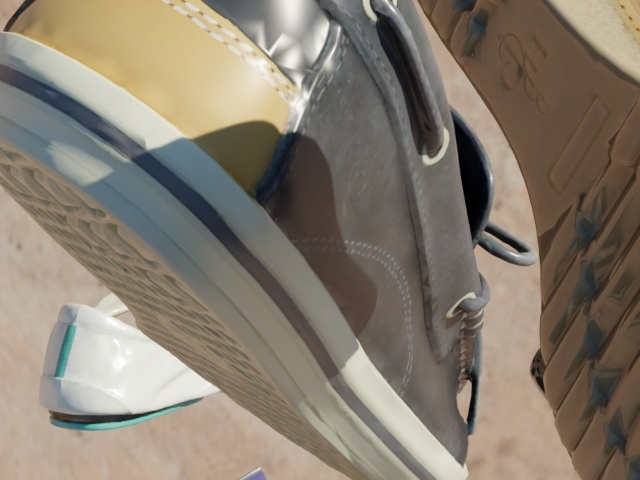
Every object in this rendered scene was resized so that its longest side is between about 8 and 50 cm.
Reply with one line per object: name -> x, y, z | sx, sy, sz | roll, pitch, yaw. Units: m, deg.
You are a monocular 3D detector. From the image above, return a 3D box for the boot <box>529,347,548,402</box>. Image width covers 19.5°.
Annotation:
boot -> 0.350, 0.115, 1.419 | 0.338, 0.118, 0.222 | -30, 65, 1

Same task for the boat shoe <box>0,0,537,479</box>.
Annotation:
boat shoe -> 0.000, 0.000, 0.820 | 0.187, 0.500, 0.156 | 31, 79, 20

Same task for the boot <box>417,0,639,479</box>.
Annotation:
boot -> 0.148, -0.005, 0.500 | 0.207, 0.090, 0.248 | 3, 49, -32

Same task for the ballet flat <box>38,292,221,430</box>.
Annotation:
ballet flat -> -0.121, 0.097, 1.808 | 0.139, 0.139, 0.400 | 56, 27, 17

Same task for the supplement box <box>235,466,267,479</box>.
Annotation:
supplement box -> -0.075, 0.422, 1.731 | 0.194, 0.195, 0.356 | -29, 86, 12
